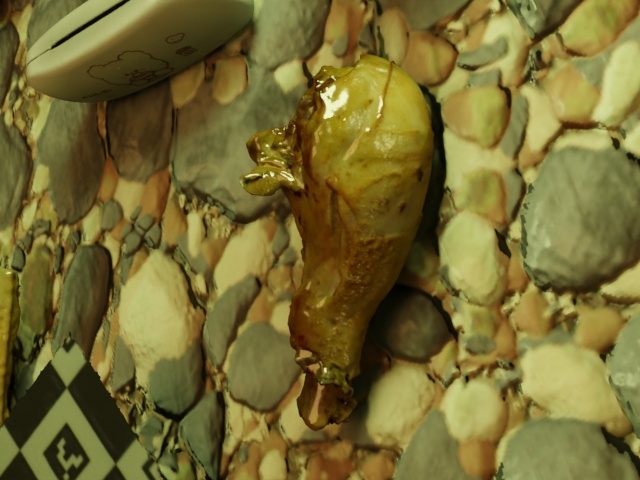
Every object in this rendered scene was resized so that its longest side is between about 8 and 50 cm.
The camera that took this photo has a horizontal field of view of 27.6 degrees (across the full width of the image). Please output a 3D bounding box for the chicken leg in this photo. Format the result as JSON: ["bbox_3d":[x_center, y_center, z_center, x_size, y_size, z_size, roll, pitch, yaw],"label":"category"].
[{"bbox_3d":[0.003,0.001,0.715,0.101,0.085,0.207,9,102,3],"label":"chicken leg"}]

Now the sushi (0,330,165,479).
[{"bbox_3d":[-0.148,0.305,0.849,0.359,0.064,0.343,-51,62,24],"label":"sushi"}]

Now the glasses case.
[{"bbox_3d":[-0.123,-0.136,0.864,0.193,0.074,0.049,-21,68,42],"label":"glasses case"}]

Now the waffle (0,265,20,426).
[{"bbox_3d":[-0.359,0.136,1.073,0.348,0.078,0.304,11,96,47],"label":"waffle"}]
